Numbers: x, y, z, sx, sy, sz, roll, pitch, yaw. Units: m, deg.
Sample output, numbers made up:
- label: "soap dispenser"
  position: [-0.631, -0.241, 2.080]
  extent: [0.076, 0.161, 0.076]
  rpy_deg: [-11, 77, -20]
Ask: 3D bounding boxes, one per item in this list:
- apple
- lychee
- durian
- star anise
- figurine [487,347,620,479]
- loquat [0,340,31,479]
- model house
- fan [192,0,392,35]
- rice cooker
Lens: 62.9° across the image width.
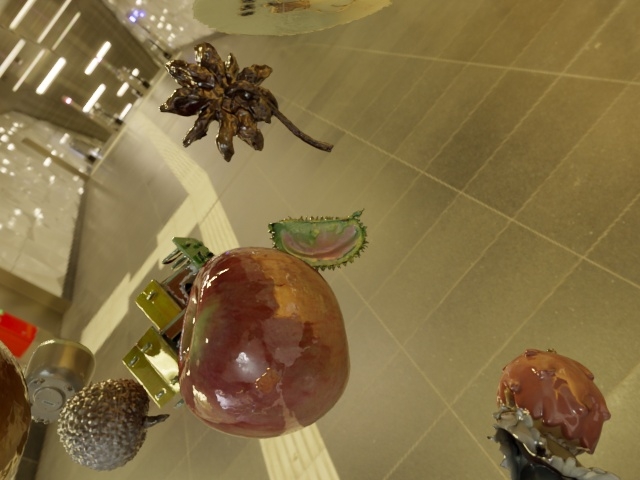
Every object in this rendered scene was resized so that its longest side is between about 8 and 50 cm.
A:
- label: "apple"
  position: [-0.091, 0.168, 0.886]
  extent: [0.345, 0.270, 0.344]
  rpy_deg: [-169, 90, -72]
- label: "lychee"
  position: [-0.376, 0.334, 0.954]
  extent: [0.165, 0.198, 0.165]
  rpy_deg: [-174, 90, -85]
- label: "durian"
  position: [0.000, 0.006, 1.146]
  extent: [0.095, 0.221, 0.137]
  rpy_deg: [123, 137, -77]
- label: "star anise"
  position: [-0.102, -0.195, 0.724]
  extent: [0.073, 0.234, 0.177]
  rpy_deg: [-30, 74, 53]
- label: "figurine"
  position: [0.314, 0.262, 0.734]
  extent: [0.166, 0.207, 0.387]
  rpy_deg: [-58, 2, 29]
- label: "loquat"
  position: [-0.507, 0.256, 0.605]
  extent: [0.328, 0.328, 0.359]
  rpy_deg: [-47, 65, 14]
- label: "model house"
  position: [-0.323, 0.202, 1.153]
  extent: [0.324, 0.300, 0.340]
  rpy_deg: [-43, -2, 2]
- label: "fan"
  position: [0.049, -0.222, 0.457]
  extent: [0.329, 0.009, 0.190]
  rpy_deg: [-7, 42, 2]
- label: "rice cooker"
  position: [-0.586, 0.312, 1.164]
  extent: [0.206, 0.145, 0.127]
  rpy_deg: [-60, 20, 26]
